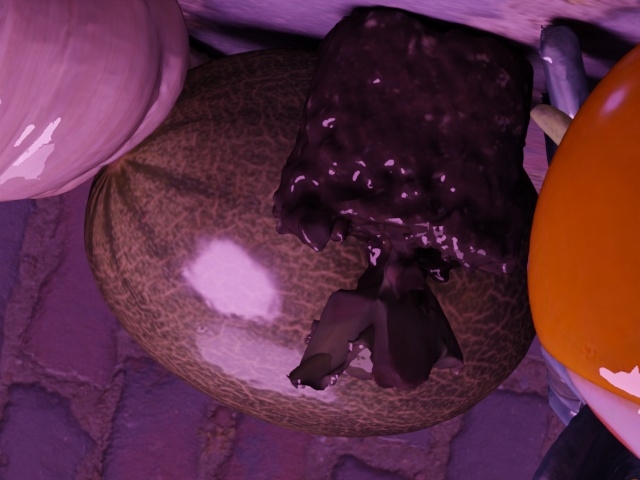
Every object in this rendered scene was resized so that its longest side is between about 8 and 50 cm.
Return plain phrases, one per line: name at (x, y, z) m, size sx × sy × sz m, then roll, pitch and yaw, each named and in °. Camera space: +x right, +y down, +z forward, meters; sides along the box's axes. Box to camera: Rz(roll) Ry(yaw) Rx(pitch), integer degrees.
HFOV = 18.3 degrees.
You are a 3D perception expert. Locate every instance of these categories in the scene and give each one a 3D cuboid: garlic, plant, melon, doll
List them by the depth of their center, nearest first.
doll at (0.183, 0.004, 0.771) m, size 0.213 × 0.213 × 0.236 m, roll 14°, pitch -176°, yaw -4°
garlic at (-0.186, -0.097, 1.048) m, size 0.227 × 0.152 × 0.228 m, roll 10°, pitch 174°, yaw 1°
plant at (0.040, -0.015, 1.063) m, size 0.131 × 0.203 × 0.142 m, roll 8°, pitch 170°, yaw -6°
melon at (0.000, 0.000, 1.250) m, size 0.301 × 0.238 × 0.237 m, roll 19°, pitch 176°, yaw -29°

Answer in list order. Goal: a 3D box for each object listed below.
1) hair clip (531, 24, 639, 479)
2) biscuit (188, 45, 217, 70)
hair clip at (0.217, 0.064, 1.019) m, size 0.238 × 0.392 × 0.318 m, roll 3°, pitch 160°, yaw 9°
biscuit at (-0.138, -0.109, 1.403) m, size 0.186 × 0.079 × 0.309 m, roll 11°, pitch 178°, yaw 19°
